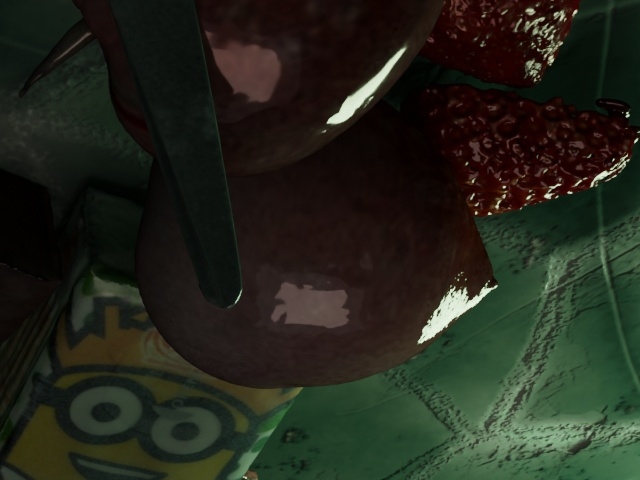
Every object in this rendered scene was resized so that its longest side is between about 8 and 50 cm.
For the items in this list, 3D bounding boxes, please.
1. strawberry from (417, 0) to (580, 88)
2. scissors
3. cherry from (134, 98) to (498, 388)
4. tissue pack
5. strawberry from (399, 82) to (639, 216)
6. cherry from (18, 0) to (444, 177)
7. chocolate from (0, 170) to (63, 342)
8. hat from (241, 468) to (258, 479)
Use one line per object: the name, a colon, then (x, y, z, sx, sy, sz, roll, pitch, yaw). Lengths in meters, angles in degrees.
strawberry: (0.120, -0.160, 1.017, 0.146, 0.082, 0.187, -20, 143, 23)
scissors: (-0.102, -0.181, 0.744, 0.192, 0.447, 0.029, -13, -178, 2)
cherry: (-0.009, -0.003, 1.009, 0.239, 0.239, 0.206, -29, 156, 22)
tissue pack: (-0.155, 0.120, 1.224, 0.228, 0.128, 0.311, 16, 128, -24)
strawberry: (0.141, -0.065, 1.074, 0.188, 0.082, 0.121, 5, 164, 17)
cherry: (-0.059, -0.160, 0.864, 0.285, 0.213, 0.236, -30, 109, 1)
chocolate: (-0.350, -0.033, 1.052, 0.321, 0.112, 0.112, 22, 132, -32)
hat: (-0.218, 0.271, 1.423, 0.236, 0.107, 0.286, -42, 137, 12)
